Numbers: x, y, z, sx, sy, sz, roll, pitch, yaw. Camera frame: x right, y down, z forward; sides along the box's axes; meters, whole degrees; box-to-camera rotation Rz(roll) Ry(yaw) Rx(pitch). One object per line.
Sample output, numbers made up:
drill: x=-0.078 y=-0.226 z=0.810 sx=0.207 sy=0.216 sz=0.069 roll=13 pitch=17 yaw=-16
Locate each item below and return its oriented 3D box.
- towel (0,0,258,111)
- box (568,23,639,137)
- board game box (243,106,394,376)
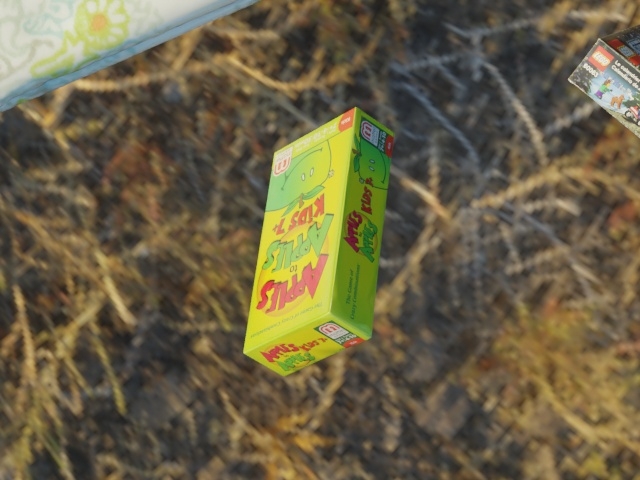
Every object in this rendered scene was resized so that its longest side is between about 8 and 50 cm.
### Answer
towel: x=-0.211 y=-0.287 z=1.454 sx=0.374 sy=0.090 sz=0.321 roll=-24 pitch=90 yaw=1
box: x=0.310 y=-0.114 z=1.601 sx=0.044 sy=0.159 sz=0.233 roll=-53 pitch=169 yaw=23
board game box: x=0.000 y=0.000 z=1.402 sx=0.043 sy=0.092 sz=0.181 roll=33 pitch=49 yaw=-32
